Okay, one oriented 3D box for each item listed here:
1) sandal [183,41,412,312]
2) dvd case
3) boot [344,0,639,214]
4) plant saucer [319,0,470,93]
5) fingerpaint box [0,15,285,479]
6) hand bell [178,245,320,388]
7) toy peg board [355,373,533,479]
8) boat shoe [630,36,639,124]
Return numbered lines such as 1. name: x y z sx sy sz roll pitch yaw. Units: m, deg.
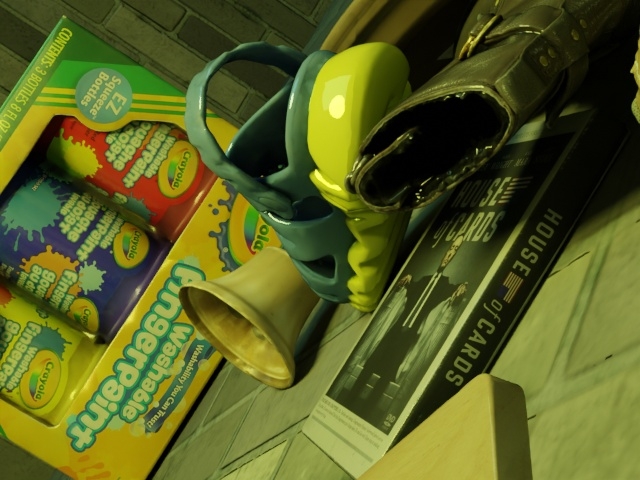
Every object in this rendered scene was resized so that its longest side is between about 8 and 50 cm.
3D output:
1. sandal: -0.006 -0.048 0.864 0.317 0.138 0.126 76 -149 -64
2. dvd case: 0.078 0.033 0.734 0.238 0.030 0.179 -58 10 -6
3. boot: 0.093 -0.095 0.711 0.229 0.091 0.263 -43 3 -27
4. plant saucer: 0.115 -0.183 0.919 0.278 0.041 0.278 -36 -10 -7
5. fingerpaint box: -0.266 0.026 1.469 0.444 0.371 0.163 -57 7 -5
6. hand bell: 0.000 0.000 1.093 0.242 0.126 0.126 -48 5 -23
7. toy peg board: 0.044 0.158 0.405 0.161 0.079 0.160 -50 27 41
8. boat shoe: 0.169 -0.075 0.554 0.072 0.068 0.190 -67 -8 30
